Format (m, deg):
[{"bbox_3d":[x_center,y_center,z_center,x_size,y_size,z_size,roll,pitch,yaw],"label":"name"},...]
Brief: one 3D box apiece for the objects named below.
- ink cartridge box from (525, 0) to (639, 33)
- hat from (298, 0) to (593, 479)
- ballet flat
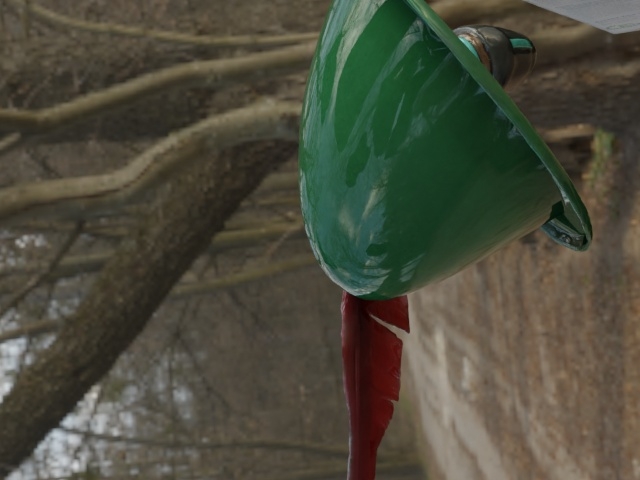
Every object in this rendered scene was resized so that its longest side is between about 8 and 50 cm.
[{"bbox_3d":[0.367,-0.274,1.103,0.330,0.324,0.071,1,-94,-54],"label":"ink cartridge box"},{"bbox_3d":[0.000,0.000,0.513,0.208,0.183,0.173,50,-178,20],"label":"hat"},{"bbox_3d":[0.105,-0.130,1.112,0.280,0.096,0.095,-20,89,56],"label":"ballet flat"}]
